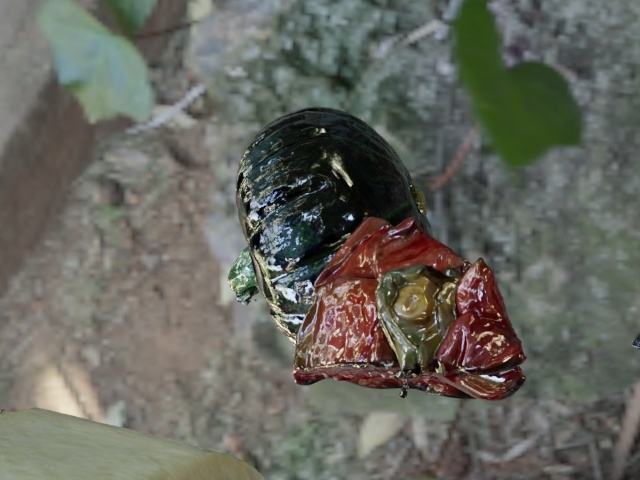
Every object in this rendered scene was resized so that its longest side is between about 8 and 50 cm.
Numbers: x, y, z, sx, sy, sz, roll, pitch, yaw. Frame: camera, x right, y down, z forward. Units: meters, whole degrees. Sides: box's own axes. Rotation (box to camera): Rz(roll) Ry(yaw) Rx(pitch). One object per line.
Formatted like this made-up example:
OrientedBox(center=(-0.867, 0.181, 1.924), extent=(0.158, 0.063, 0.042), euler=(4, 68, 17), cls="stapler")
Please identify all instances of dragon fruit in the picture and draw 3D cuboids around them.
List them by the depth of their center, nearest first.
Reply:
OrientedBox(center=(0.048, 0.062, 0.897), extent=(0.122, 0.092, 0.192), euler=(58, 165, -11), cls="dragon fruit")

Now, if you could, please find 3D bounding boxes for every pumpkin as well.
OrientedBox(center=(0.012, -0.005, 1.219), extent=(0.194, 0.150, 0.194), euler=(161, 90, -74), cls="pumpkin")

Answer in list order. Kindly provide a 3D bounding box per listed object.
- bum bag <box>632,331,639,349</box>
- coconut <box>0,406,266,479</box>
OrientedBox(center=(0.275, -0.032, 0.817), extent=(0.080, 0.142, 0.326), euler=(37, 108, -7), cls="bum bag")
OrientedBox(center=(-0.102, 0.183, 0.776), extent=(0.222, 0.202, 0.202), euler=(10, 98, 32), cls="coconut")
